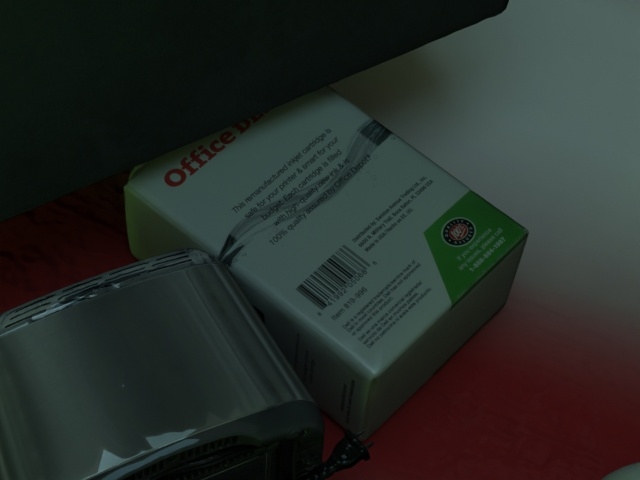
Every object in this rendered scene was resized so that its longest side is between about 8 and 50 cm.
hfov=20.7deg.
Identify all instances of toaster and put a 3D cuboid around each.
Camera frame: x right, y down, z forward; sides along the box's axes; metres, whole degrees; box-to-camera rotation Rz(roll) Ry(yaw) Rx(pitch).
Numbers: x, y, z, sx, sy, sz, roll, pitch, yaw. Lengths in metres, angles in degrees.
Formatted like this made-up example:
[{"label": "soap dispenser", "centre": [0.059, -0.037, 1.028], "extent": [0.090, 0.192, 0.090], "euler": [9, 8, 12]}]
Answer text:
[{"label": "toaster", "centre": [-0.099, 0.101, 1.010], "extent": [0.227, 0.129, 0.146], "euler": [-21, 58, -16]}]

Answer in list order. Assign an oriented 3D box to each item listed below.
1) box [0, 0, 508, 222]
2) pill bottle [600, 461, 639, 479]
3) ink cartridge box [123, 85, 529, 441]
[{"label": "box", "centre": [-0.198, -0.295, 1.119], "extent": [0.480, 0.297, 0.472], "euler": [-24, 47, -19]}, {"label": "pill bottle", "centre": [0.174, 0.242, 0.905], "extent": [0.181, 0.181, 0.323], "euler": [31, 59, 15]}, {"label": "ink cartridge box", "centre": [0.000, 0.000, 1.109], "extent": [0.208, 0.087, 0.153], "euler": [39, 61, 20]}]
